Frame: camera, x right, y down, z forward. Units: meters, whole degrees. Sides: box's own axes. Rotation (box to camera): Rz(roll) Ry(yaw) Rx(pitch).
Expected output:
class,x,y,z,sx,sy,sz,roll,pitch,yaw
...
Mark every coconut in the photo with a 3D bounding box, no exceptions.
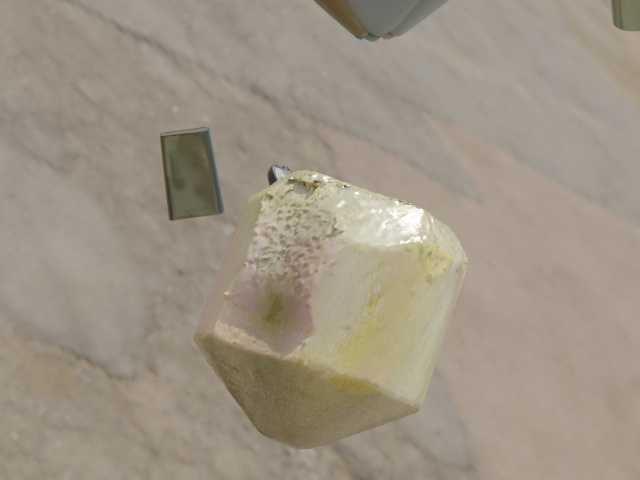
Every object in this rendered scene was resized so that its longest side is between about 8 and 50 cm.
class,x,y,z,sx,sy,sz,roll,pitch,yaw
coconut,0.003,0.048,0.926,0.147,0.152,0.147,22,-9,4

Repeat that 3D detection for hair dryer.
class,x,y,z,sx,sy,sz,roll,pitch,yaw
hair dryer,0.229,-0.220,1.251,0.124,0.038,0.063,-117,-168,-51

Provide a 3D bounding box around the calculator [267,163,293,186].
class,x,y,z,sx,sy,sz,roll,pitch,yaw
calculator,0.000,0.000,2.272,0.177,0.040,0.268,30,33,-61

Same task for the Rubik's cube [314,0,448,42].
class,x,y,z,sx,sy,sz,roll,pitch,yaw
Rubik's cube,0.056,-0.476,1.701,0.352,0.347,0.351,42,20,-27

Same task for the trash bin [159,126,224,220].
class,x,y,z,sx,sy,sz,roll,pitch,yaw
trash bin,-0.139,-0.073,1.689,0.043,0.061,0.092,-116,-162,-79
